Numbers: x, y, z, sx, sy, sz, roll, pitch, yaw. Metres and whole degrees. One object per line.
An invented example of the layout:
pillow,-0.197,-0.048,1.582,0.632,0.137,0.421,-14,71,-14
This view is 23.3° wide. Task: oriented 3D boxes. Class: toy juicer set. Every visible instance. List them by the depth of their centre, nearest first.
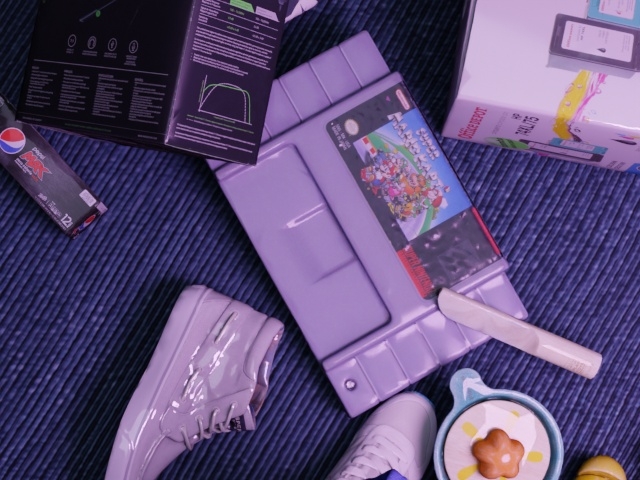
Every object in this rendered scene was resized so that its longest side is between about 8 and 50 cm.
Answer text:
toy juicer set,0.218,0.218,1.597,0.209,0.089,0.329,2,93,-5

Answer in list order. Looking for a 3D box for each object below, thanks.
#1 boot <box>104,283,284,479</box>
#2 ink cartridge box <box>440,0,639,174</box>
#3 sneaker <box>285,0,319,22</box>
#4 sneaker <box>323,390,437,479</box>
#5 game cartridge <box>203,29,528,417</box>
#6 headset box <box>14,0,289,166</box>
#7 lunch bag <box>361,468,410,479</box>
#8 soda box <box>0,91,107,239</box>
boot,-0.129,0.180,1.619,0.123,0.095,0.258,21,81,9
ink cartridge box,0.279,-0.196,1.631,0.270,0.198,0.197,11,83,1
sneaker,-0.107,-0.315,1.691,0.235,0.094,0.153,41,74,-6
sneaker,0.048,0.257,1.615,0.087,0.092,0.229,35,81,5
game cartridge,0.043,-0.021,1.649,0.230,0.068,0.355,-30,88,0
headset box,-0.165,-0.236,1.583,0.246,0.131,0.283,10,89,42
lunch bag,0.078,0.449,1.367,0.328,0.239,0.385,31,75,2
soda box,-0.307,-0.081,1.672,0.053,0.060,0.169,-42,85,-5
